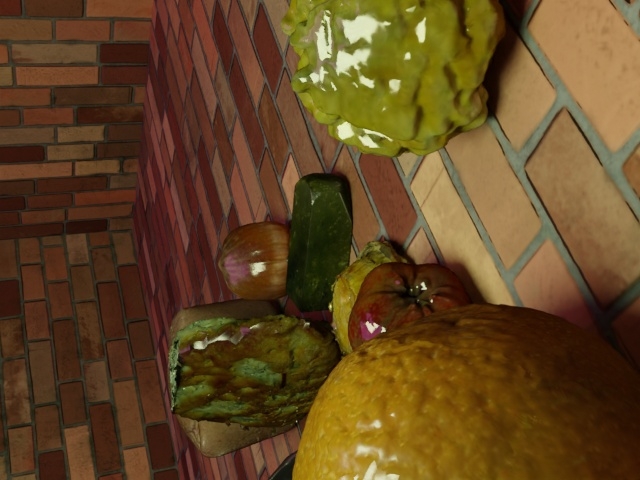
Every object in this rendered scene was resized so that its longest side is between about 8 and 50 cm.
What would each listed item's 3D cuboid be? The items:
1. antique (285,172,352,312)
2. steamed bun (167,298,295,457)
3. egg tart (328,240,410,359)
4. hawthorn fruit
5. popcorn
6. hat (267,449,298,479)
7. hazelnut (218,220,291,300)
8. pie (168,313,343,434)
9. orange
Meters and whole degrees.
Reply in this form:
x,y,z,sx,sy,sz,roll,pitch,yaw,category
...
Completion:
x,y,z,sx,sy,sz,roll,pitch,yaw,category
0.000,0.000,1.231,0.081,0.080,0.221,-132,43,-55,antique
-0.164,0.256,1.517,0.199,0.251,0.301,-40,61,52,steamed bun
0.070,0.100,1.071,0.212,0.090,0.213,177,90,-72,egg tart
0.109,0.126,0.910,0.203,0.162,0.163,89,162,-44,hawthorn fruit
0.080,-0.214,0.819,0.225,0.249,0.249,-73,-10,-63,popcorn
0.008,0.457,1.111,0.238,0.336,0.209,8,142,51,hat
-0.113,0.038,1.437,0.150,0.150,0.150,174,90,-69,hazelnut
-0.101,0.212,1.260,0.355,0.288,0.103,105,158,-51,pie
0.140,0.232,0.603,0.322,0.322,0.357,-22,86,68,orange
